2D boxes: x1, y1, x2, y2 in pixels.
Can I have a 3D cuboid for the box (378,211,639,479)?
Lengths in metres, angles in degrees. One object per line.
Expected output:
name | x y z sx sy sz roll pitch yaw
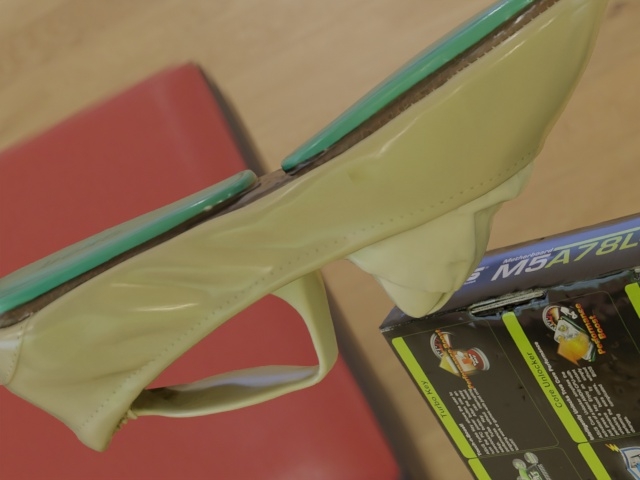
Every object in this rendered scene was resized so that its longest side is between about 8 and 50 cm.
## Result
box | 0.141 0.076 0.672 0.184 0.190 0.045 -16 25 43

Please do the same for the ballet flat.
ballet flat | 0.000 0.000 0.645 0.248 0.086 0.086 -28 35 24
